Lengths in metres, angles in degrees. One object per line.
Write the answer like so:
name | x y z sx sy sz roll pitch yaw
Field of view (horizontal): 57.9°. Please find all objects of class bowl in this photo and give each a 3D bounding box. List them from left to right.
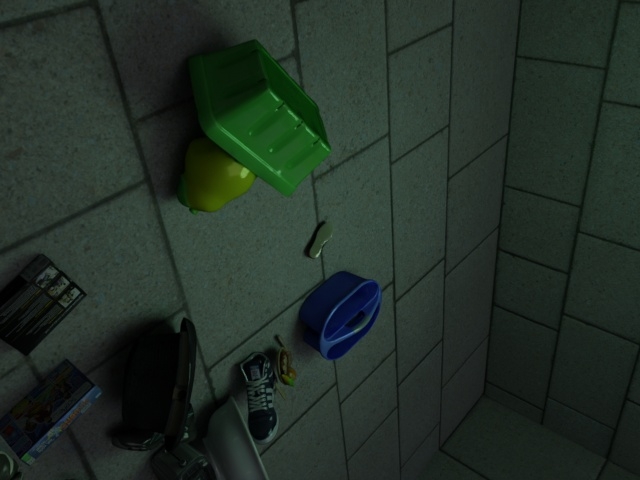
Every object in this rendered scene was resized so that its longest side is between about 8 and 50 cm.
bowl | -0.269 0.635 1.748 0.134 0.298 0.298 -22 129 -16

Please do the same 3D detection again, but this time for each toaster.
toaster | -0.395 0.688 1.693 0.129 0.146 0.227 -39 135 -31

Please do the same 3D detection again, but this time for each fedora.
fedora | -0.414 0.354 1.451 0.152 0.334 0.334 10 103 -19

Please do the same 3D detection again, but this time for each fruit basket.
fruit basket | -0.203 -0.242 1.405 0.392 0.283 0.392 -11 150 -7

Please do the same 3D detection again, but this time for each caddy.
caddy | 0.085 0.265 2.041 0.341 0.179 0.241 -38 136 -34

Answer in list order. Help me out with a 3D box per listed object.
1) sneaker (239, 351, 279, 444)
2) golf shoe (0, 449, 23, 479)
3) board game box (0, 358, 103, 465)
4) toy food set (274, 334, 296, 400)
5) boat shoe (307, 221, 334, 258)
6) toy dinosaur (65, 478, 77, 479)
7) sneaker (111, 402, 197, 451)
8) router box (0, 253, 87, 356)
sneaker | -0.191 0.473 1.784 0.282 0.099 0.153 -94 172 -54
golf shoe | -0.772 0.557 1.212 0.273 0.105 0.120 -45 123 -36
board game box | -0.600 0.373 1.277 0.201 0.136 0.035 -46 139 -25
toy food set | -0.110 0.412 1.897 0.132 0.038 0.192 68 18 -50
boat shoe | 0.000 0.000 1.907 0.137 0.049 0.043 -62 -174 -11
toy dinosaur | -0.653 0.660 1.388 0.295 0.127 0.200 34 74 -41
sneaker | -0.454 0.510 1.591 0.267 0.101 0.106 11 81 -55
router box | -0.604 0.137 1.219 0.179 0.046 0.133 -50 141 -21
